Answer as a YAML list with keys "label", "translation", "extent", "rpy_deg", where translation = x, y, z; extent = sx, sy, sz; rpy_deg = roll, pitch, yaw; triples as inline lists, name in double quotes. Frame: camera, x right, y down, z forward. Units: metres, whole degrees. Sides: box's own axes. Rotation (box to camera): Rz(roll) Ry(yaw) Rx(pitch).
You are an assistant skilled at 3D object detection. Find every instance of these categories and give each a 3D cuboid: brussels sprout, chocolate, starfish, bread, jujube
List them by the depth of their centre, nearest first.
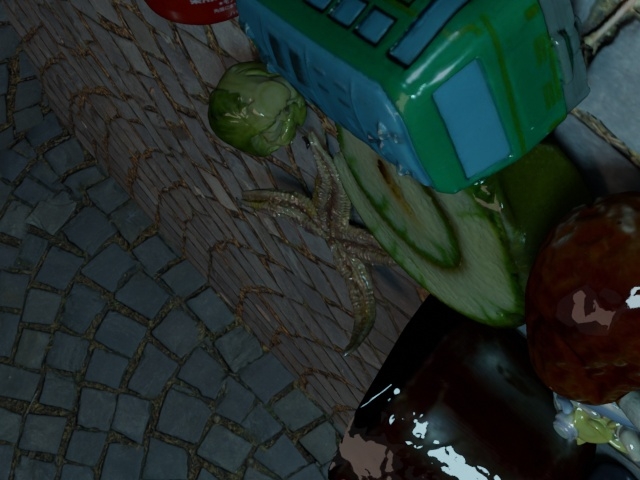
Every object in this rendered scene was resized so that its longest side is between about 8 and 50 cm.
- label: "jujube"
  translation: [0.290, 0.067, 0.914]
  extent: [0.190, 0.190, 0.255]
  rpy_deg: [43, 145, 25]
- label: "bread"
  translation: [0.155, -0.067, 1.117]
  extent: [0.382, 0.129, 0.366]
  rpy_deg: [27, 152, 57]
- label: "chocolate"
  translation: [0.232, 0.291, 1.371]
  extent: [0.331, 0.383, 0.383]
  rpy_deg: [29, 158, 16]
- label: "brussels sprout"
  translation: [-0.108, -0.211, 1.498]
  extent: [0.145, 0.131, 0.183]
  rpy_deg: [42, 160, 14]
- label: "starfish"
  translation: [0.011, -0.002, 1.654]
  extent: [0.398, 0.132, 0.384]
  rpy_deg: [62, 158, 13]

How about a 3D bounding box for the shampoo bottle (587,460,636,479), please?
- label: "shampoo bottle"
  translation: [0.427, 0.428, 1.550]
  extent: [0.134, 0.078, 0.359]
  rpy_deg: [46, 163, 5]

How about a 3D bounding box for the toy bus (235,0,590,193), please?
- label: "toy bus"
  translation: [0.066, -0.199, 0.888]
  extent: [0.343, 0.199, 0.183]
  rpy_deg: [43, 173, 41]

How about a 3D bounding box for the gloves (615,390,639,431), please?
- label: "gloves"
  translation: [0.413, 0.202, 0.974]
  extent: [0.219, 0.131, 0.140]
  rpy_deg: [7, 172, 28]

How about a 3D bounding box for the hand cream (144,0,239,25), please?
- label: "hand cream"
  translation: [-0.150, -0.373, 1.162]
  extent: [0.193, 0.193, 0.125]
  rpy_deg: [42, 164, 28]

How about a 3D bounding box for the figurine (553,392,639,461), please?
- label: "figurine"
  translation: [0.363, 0.207, 1.166]
  extent: [0.208, 0.128, 0.183]
  rpy_deg: [38, 162, 25]
